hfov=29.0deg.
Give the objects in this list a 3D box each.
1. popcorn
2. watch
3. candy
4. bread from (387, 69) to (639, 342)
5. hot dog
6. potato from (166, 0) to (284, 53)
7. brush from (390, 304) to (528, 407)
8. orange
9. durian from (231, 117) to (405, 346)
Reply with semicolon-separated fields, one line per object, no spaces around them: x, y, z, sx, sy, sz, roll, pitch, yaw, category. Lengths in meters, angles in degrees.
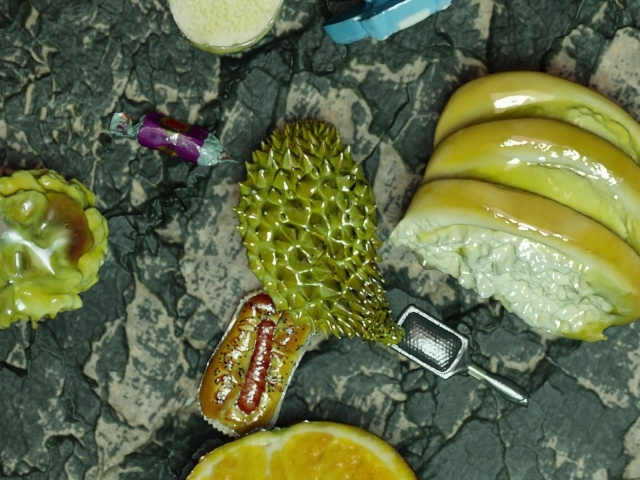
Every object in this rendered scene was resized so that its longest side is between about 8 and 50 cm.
-0.367;0.008;1.500;0.218;0.169;0.189;-3;93;-15;popcorn
0.069;-0.354;1.484;0.211;0.211;0.193;-28;104;2;watch
-0.184;-0.130;1.561;0.175;0.045;0.043;18;122;3;candy
0.268;-0.047;1.433;0.315;0.211;0.270;30;76;-5;bread
-0.081;0.151;1.533;0.108;0.059;0.191;24;86;0;hot dog
-0.122;-0.333;1.551;0.164;0.081;0.200;2;90;-5;potato
0.176;0.151;1.536;0.193;0.016;0.063;30;90;5;brush
-0.016;0.345;1.424;0.310;0.274;0.274;-37;84;44;orange
0.000;0.000;1.485;0.172;0.166;0.306;-27;87;5;durian
